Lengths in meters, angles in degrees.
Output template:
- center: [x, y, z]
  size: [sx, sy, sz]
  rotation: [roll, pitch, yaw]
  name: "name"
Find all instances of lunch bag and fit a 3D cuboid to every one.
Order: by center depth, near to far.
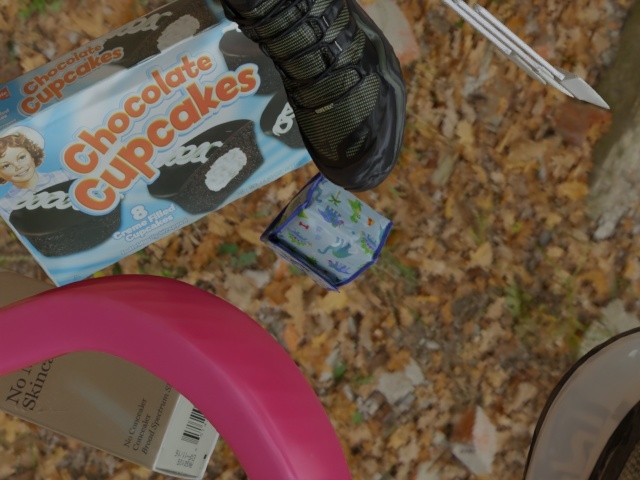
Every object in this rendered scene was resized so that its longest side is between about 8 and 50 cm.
- center: [0.000, 0.000, 1.261]
  size: [0.129, 0.151, 0.096]
  rotation: [37, 52, -10]
  name: "lunch bag"

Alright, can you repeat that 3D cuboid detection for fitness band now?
- center: [-0.115, 0.130, 0.425]
  size: [0.054, 0.291, 0.209]
  rotation: [-18, 88, -58]
  name: "fitness band"

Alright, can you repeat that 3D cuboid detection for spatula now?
- center: [0.242, -0.241, 1.155]
  size: [0.242, 0.168, 0.019]
  rotation: [31, 101, -32]
  name: "spatula"

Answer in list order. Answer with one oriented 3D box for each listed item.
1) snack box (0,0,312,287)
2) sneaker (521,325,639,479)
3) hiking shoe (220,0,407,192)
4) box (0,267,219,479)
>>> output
- center: [-0.121, -0.100, 0.788]
  size: [0.322, 0.060, 0.187]
  rotation: [-28, 141, -6]
  name: "snack box"
- center: [0.170, 0.289, 0.432]
  size: [0.169, 0.257, 0.447]
  rotation: [1, 111, -14]
  name: "sneaker"
- center: [-0.020, -0.136, 0.591]
  size: [0.114, 0.086, 0.227]
  rotation: [-11, 82, -51]
  name: "hiking shoe"
- center: [-0.255, 0.133, 0.992]
  size: [0.121, 0.311, 0.148]
  rotation: [47, 59, -65]
  name: "box"
